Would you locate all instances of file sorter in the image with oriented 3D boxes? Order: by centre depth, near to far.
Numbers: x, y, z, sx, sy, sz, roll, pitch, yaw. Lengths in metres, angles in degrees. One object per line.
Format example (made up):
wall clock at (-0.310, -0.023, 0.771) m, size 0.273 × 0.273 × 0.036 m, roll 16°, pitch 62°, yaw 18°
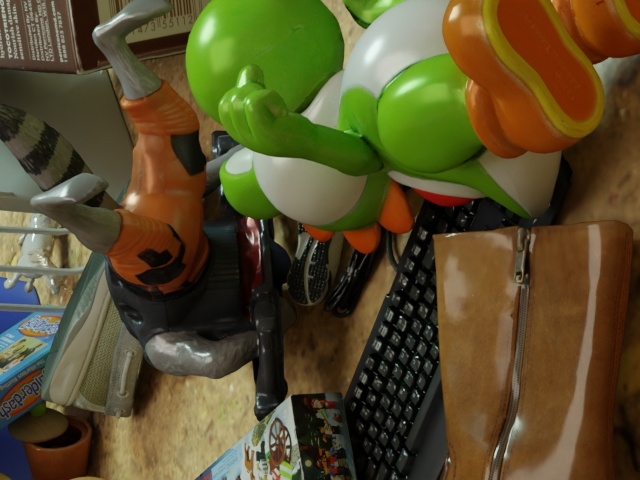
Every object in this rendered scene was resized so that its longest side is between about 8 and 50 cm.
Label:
file sorter at (-0.326, -0.071, 1.507) m, size 0.173 × 0.193 × 0.277 m, roll -64°, pitch 35°, yaw 35°

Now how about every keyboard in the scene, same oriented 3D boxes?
keyboard at (0.063, 0.037, 0.977) m, size 0.201 × 0.033 × 0.317 m, roll 52°, pitch 127°, yaw 51°

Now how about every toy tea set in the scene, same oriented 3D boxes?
toy tea set at (-0.283, 0.253, 1.362) m, size 0.336 × 0.200 × 0.124 m, roll -134°, pitch 40°, yaw -59°

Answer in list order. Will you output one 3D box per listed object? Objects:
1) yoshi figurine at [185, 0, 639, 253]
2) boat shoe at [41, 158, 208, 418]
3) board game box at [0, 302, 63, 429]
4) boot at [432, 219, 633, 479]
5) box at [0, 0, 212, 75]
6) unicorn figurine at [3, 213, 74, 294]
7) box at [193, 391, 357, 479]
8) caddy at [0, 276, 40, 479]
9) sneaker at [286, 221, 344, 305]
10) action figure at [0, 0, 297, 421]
yoshi figurine at (0.024, -0.114, 0.863) m, size 0.362 × 0.204 × 0.203 m, roll -20°, pitch 64°, yaw 54°
boat shoe at (-0.173, 0.042, 1.331) m, size 0.320 × 0.103 × 0.118 m, roll -60°, pitch 18°, yaw 25°
board game box at (-0.347, 0.151, 1.499) m, size 0.160 × 0.210 × 0.047 m, roll 9°, pitch 130°, yaw 61°
boot at (0.074, 0.132, 0.841) m, size 0.264 × 0.096 × 0.280 m, roll -12°, pitch 76°, yaw 50°
box at (-0.273, -0.246, 1.336) m, size 0.381 × 0.191 × 0.143 m, roll 13°, pitch 114°, yaw 46°
unicorn figurine at (-0.332, 0.019, 1.627) m, size 0.111 × 0.060 × 0.162 m, roll -43°, pitch 50°, yaw 49°
box at (-0.033, 0.228, 1.057) m, size 0.233 × 0.044 × 0.159 m, roll 132°, pitch 133°, yaw -56°
caddy at (-0.461, 0.190, 1.702) m, size 0.241 × 0.179 × 0.341 m, roll -33°, pitch 57°, yaw 54°
sneaker at (0.000, 0.000, 1.082) m, size 0.044 × 0.040 × 0.109 m, roll 45°, pitch -118°, yaw -74°
action figure at (-0.124, -0.031, 1.100) m, size 0.330 × 0.179 × 0.341 m, roll 71°, pitch -170°, yaw -47°
